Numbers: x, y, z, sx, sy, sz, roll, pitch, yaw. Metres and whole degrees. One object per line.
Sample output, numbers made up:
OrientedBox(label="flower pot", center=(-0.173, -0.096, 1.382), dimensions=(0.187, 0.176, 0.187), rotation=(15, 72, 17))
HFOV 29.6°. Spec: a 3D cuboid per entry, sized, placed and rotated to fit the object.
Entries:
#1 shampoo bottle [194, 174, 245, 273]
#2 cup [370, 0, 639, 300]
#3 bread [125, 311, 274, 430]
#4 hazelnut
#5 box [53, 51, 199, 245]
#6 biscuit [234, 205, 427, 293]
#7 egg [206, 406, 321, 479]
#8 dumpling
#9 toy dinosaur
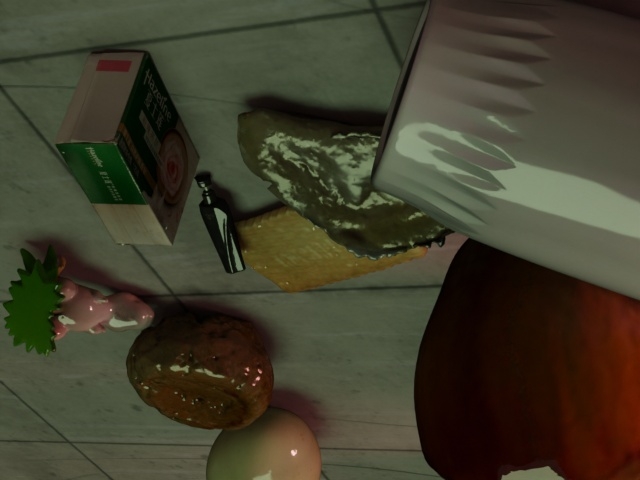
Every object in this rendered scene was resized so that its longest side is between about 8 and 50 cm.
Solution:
OrientedBox(label="shampoo bottle", center=(-0.128, -0.020, 1.541), dimensions=(0.048, 0.027, 0.137), rotation=(7, 127, 37))
OrientedBox(label="cup", center=(0.251, -0.091, 1.135), dimensions=(0.372, 0.253, 0.253), rotation=(18, 147, -1))
OrientedBox(label="bread", center=(-0.173, 0.192, 1.831), dimensions=(0.230, 0.123, 0.230), rotation=(10, 144, 7))
OrientedBox(label="hazelnut", center=(0.252, 0.152, 1.327), dimensions=(0.366, 0.365, 0.366), rotation=(10, 147, 6))
OrientedBox(label="box", center=(-0.217, -0.101, 1.391), dimensions=(0.081, 0.135, 0.199), rotation=(3, 147, 16))
OrientedBox(label="biscuit", center=(0.000, -0.001, 1.557), dimensions=(0.250, 0.030, 0.160), rotation=(-18, 136, 39))
OrientedBox(label="egg", center=(-0.092, 0.375, 2.014), dimensions=(0.189, 0.188, 0.253), rotation=(17, 141, -4))
OrientedBox(label="dumpling", center=(0.070, -0.068, 1.381), dimensions=(0.332, 0.086, 0.166), rotation=(7, 114, 11))
OrientedBox(label="toy dinosaur", center=(-0.358, 0.080, 1.764), dimensions=(0.194, 0.152, 0.177), rotation=(8, -173, 26))
